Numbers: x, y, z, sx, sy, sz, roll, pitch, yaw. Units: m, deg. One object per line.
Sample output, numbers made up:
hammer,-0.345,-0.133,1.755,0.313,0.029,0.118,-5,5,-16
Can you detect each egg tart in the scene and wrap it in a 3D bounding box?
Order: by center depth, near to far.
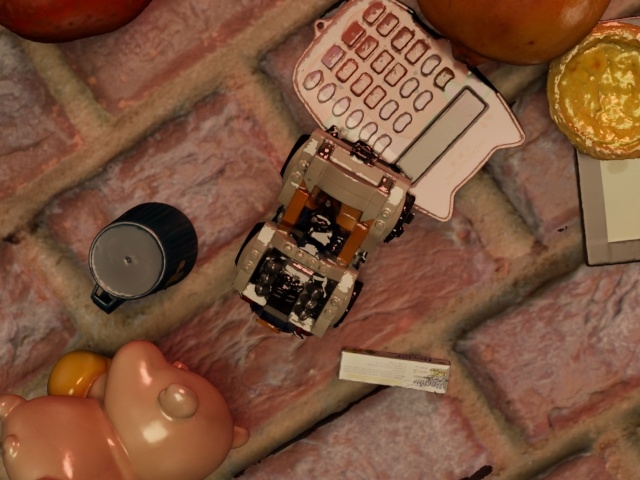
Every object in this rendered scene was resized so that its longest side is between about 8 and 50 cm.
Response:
egg tart,0.395,-0.201,1.326,0.191,0.074,0.191,1,97,5

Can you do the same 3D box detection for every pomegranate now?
pomegranate,0.245,-0.343,1.255,0.264,0.264,0.265,1,98,4

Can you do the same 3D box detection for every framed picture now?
framed picture,0.487,-0.145,1.371,0.264,0.016,0.347,-7,97,6

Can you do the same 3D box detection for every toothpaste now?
toothpaste,0.106,0.190,1.435,0.164,0.034,0.046,7,98,3

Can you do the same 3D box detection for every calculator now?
calculator,0.114,-0.197,1.380,0.329,0.048,0.220,44,100,0

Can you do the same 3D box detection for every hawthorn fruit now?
hawthorn fruit,-0.315,-0.417,1.286,0.330,0.287,0.287,-20,96,-7

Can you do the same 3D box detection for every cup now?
cup,-0.264,0.033,1.381,0.131,0.155,0.176,37,97,-1

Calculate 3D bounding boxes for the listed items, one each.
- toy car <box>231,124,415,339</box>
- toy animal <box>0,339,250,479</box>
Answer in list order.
toy car,-0.001,0.002,1.367,0.193,0.118,0.301,31,108,1
toy animal,-0.259,0.234,1.338,0.246,0.345,0.278,-35,60,18
